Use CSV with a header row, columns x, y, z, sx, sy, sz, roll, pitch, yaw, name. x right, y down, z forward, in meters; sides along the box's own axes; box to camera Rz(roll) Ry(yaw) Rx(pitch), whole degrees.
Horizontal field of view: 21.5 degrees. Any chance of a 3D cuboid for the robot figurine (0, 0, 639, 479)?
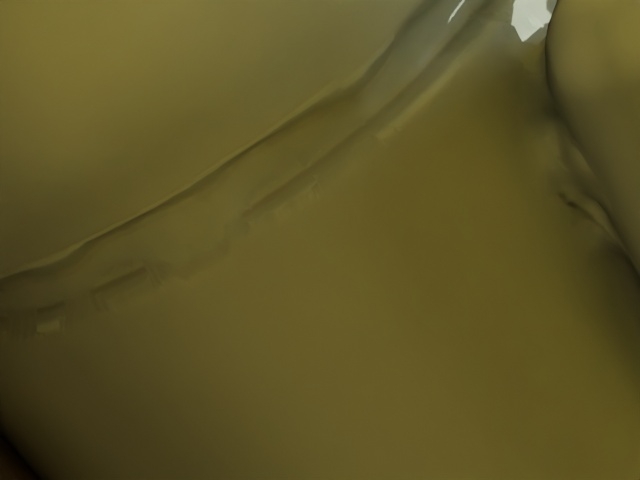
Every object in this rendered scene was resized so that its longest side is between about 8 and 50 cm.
x,y,z,sx,sy,sz,roll,pitch,yaw,name
0.000,0.000,0.463,0.300,0.200,0.353,-7,-53,44,robot figurine
